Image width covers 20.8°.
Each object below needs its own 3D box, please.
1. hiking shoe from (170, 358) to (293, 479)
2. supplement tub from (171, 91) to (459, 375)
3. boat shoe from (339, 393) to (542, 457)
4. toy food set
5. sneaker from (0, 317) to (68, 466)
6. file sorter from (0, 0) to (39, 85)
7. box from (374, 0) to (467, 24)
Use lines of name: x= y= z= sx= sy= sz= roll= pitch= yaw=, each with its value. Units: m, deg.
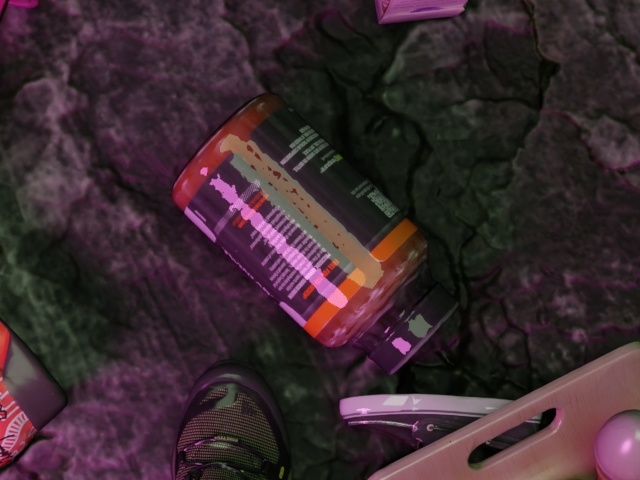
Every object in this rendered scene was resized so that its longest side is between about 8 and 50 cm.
hiking shoe: x=-0.059 y=0.188 z=1.138 sx=0.086 sy=0.114 sz=0.227 roll=4 pitch=79 yaw=-5
supplement tub: x=0.000 y=0.000 z=1.184 sx=0.198 sy=0.106 sz=0.106 roll=44 pitch=79 yaw=4
boat shoe: x=0.083 y=0.128 z=1.198 sx=0.142 sy=0.049 sz=0.040 roll=4 pitch=79 yaw=-7
toy food set: x=0.198 y=0.224 z=1.092 sx=0.220 sy=0.092 sz=0.306 roll=-25 pitch=55 yaw=-14
sneaker: x=-0.307 y=0.056 z=1.152 sx=0.145 sy=0.090 sz=0.270 roll=-43 pitch=88 yaw=-14
file sorter: x=-0.281 y=-0.210 z=1.158 sx=0.202 sy=0.182 sz=0.290 roll=20 pitch=79 yaw=-2
box: x=0.054 y=-0.320 z=1.271 sx=0.067 sy=0.063 sz=0.324 roll=-7 pitch=80 yaw=-8
